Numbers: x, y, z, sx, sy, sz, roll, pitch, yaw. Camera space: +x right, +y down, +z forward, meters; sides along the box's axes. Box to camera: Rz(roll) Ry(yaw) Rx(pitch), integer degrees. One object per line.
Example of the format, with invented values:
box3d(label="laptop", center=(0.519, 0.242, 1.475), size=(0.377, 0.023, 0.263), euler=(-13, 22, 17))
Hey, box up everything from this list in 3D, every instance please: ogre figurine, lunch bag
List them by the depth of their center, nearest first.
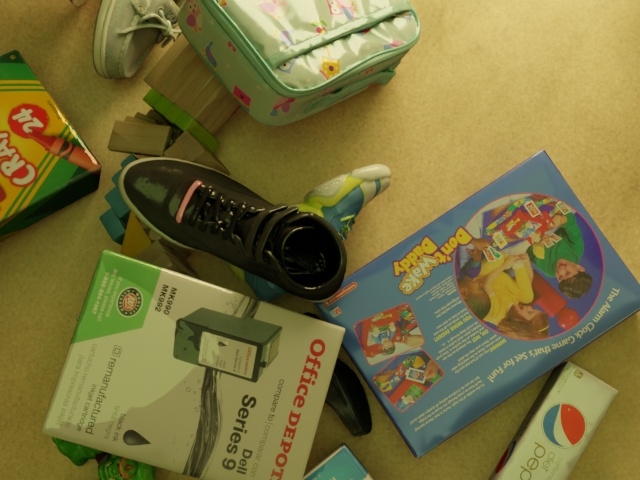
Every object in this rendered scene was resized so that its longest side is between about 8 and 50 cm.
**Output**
box3d(label="ogre figurine", center=(-0.259, 0.279, 1.269), size=(0.118, 0.097, 0.197), euler=(-16, 65, 17))
box3d(label="lunch bag", center=(-0.014, -0.272, 1.283), size=(0.279, 0.108, 0.224), euler=(-32, 78, -35))

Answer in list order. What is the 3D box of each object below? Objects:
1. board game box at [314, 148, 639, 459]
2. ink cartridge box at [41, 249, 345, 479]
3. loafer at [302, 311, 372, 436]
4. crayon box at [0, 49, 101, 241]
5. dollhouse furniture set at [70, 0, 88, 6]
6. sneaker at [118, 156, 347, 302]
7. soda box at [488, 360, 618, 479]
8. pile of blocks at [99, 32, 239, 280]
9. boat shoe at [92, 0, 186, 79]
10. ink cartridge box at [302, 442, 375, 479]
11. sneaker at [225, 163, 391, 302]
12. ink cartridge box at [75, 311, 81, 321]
box3d(label="board game box", center=(0.198, 0.080, 1.288), size=(0.347, 0.078, 0.233), euler=(-33, 81, -3))
box3d(label="ink cartridge box", center=(-0.141, 0.154, 1.163), size=(0.289, 0.121, 0.211), euler=(18, 81, -11))
box3d(label="loafer", center=(0.006, 0.176, 1.296), size=(0.061, 0.062, 0.170), euler=(-34, 77, 19))
box3d(label="crayon box", center=(-0.463, -0.081, 1.280), size=(0.318, 0.081, 0.202), euler=(-34, 81, -25))
box3d(label="dollhouse furniture set", center=(-0.467, -0.284, 1.289), size=(0.355, 0.303, 0.174), euler=(-39, 112, -4))
box3d(label="sneaker", center=(-0.091, -0.023, 1.172), size=(0.296, 0.147, 0.104), euler=(28, 79, -7))
box3d(label="soda box", center=(0.276, 0.258, 1.262), size=(0.074, 0.069, 0.216), euler=(32, 84, 6))
box3d(label="pile of blocks", center=(-0.191, -0.078, 1.321), size=(0.149, 0.112, 0.362), euler=(12, 77, 23))
box3d(label="boat shoe", center=(-0.193, -0.345, 1.354), size=(0.103, 0.118, 0.320), euler=(27, 76, 10))
box3d(label="ink cartridge box", center=(0.058, 0.339, 1.219), size=(0.082, 0.139, 0.191), euler=(-36, 81, -5))
box3d(label="sneaker", center=(0.000, 0.000, 1.312), size=(0.240, 0.091, 0.126), euler=(-27, 91, 5))
box3d(label="ink cartridge box", center=(-0.216, 0.166, 1.279), size=(0.046, 0.097, 0.207), euler=(-39, 81, -4))
